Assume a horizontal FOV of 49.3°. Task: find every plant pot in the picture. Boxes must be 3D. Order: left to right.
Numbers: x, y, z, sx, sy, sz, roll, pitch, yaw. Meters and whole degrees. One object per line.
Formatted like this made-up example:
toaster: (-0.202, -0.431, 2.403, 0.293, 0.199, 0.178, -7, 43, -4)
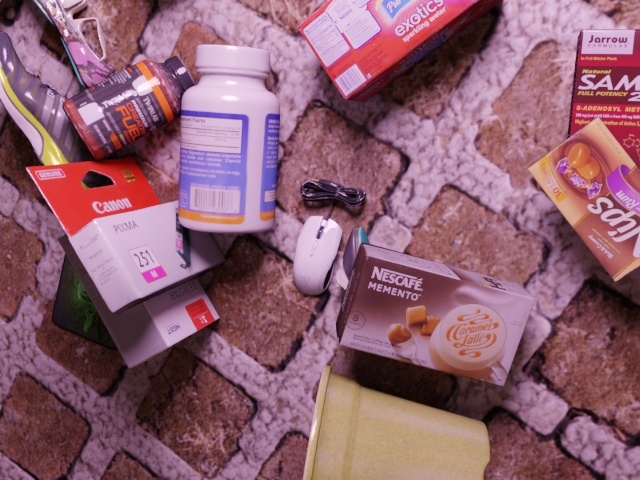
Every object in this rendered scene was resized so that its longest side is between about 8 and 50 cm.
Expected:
plant pot: (0.110, 0.342, 1.035, 0.253, 0.276, 0.276, 9, 101, 4)

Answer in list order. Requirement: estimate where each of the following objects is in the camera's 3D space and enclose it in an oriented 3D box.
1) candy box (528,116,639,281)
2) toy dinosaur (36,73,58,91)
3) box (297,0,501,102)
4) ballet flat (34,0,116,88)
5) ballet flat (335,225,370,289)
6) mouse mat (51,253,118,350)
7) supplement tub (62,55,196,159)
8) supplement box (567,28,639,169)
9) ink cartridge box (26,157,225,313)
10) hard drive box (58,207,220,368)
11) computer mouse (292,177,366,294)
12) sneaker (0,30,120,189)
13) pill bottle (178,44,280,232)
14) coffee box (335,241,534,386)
candy box: (0.370, -0.053, 0.905, 0.109, 0.053, 0.187, -37, 87, 21)
toy dinosaur: (-0.496, -0.233, 1.219, 0.047, 0.090, 0.082, 16, 72, 30)
box: (0.115, -0.321, 0.981, 0.256, 0.122, 0.128, -35, 88, 19)
ballet flat: (-0.415, -0.363, 1.175, 0.079, 0.077, 0.222, -31, 93, 1)
ballet flat: (0.061, 0.081, 1.092, 0.074, 0.074, 0.203, -16, 96, 19)
mouse mat: (-0.414, 0.093, 1.274, 0.152, 0.007, 0.190, 20, 103, 14)
supplement tub: (-0.297, -0.218, 1.108, 0.197, 0.106, 0.106, -32, 88, -10)
supplement box: (0.404, -0.159, 0.943, 0.130, 0.073, 0.240, 5, 99, 17)
ink cartridge box: (-0.282, -0.033, 1.070, 0.060, 0.275, 0.239, -31, 89, 20)
hard drive box: (-0.289, 0.066, 1.139, 0.089, 0.181, 0.232, -29, 90, 19)
computer mouse: (0.000, 0.000, 1.111, 0.106, 0.042, 0.193, 17, 103, 13)
sneaker: (-0.444, -0.213, 1.167, 0.121, 0.111, 0.300, -31, 112, -11)
pill bottle: (-0.139, -0.155, 1.073, 0.152, 0.152, 0.272, 7, 100, 16)
coffee box: (0.159, 0.104, 1.010, 0.246, 0.098, 0.141, 16, 102, -5)
